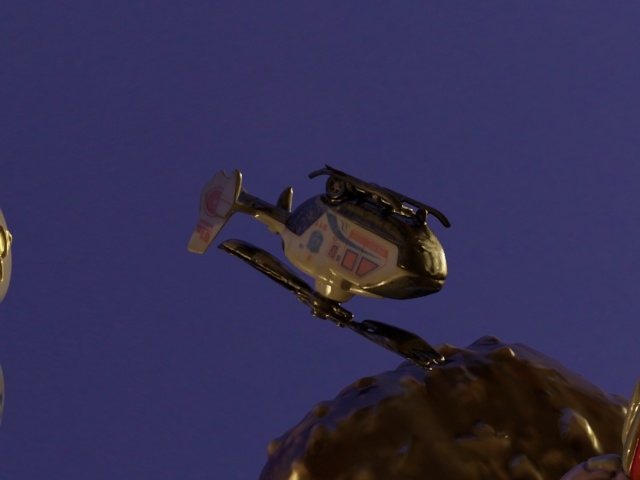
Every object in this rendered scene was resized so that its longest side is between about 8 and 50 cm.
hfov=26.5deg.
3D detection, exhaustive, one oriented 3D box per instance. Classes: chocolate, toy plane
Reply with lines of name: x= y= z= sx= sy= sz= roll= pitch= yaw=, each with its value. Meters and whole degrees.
chocolate: x=0.097 y=0.193 z=1.066 sx=0.340 sy=0.225 sz=0.210 roll=-21 pitch=-114 yaw=-29
toy plane: x=0.000 y=-0.001 z=0.731 sx=0.053 sy=0.197 sz=0.078 roll=16 pitch=-84 yaw=-51

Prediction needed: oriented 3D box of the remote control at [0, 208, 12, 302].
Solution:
remote control: x=-0.201 y=0.013 z=0.696 sx=0.042 sy=0.221 sz=0.078 roll=-8 pitch=-83 yaw=2

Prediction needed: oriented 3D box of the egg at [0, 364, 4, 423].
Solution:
egg: x=-0.278 y=0.109 z=0.882 sx=0.141 sy=0.182 sz=0.141 roll=8 pitch=-127 yaw=-11

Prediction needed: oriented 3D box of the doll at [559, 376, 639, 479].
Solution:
doll: x=0.230 y=0.134 z=0.857 sx=0.102 sy=0.075 sz=0.227 roll=35 pitch=-71 yaw=5
